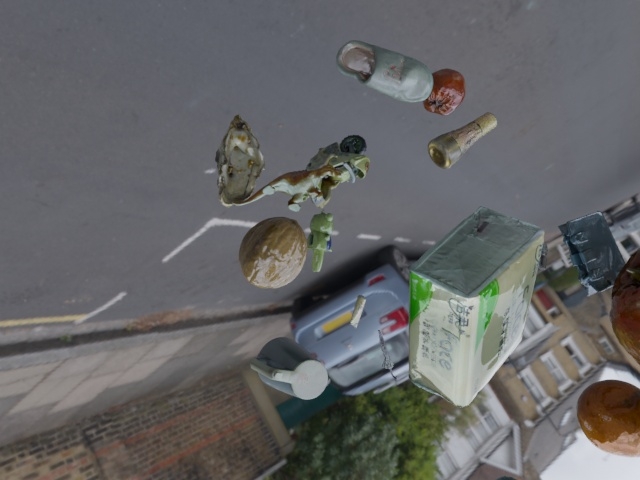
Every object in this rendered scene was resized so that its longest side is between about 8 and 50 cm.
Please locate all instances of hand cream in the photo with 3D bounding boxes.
[{"bbox_3d":[0.372,-0.268,1.387,0.203,0.084,0.084,-36,167,-16],"label":"hand cream"},{"bbox_3d":[0.160,0.302,2.307,0.039,0.143,0.061,5,156,34],"label":"hand cream"}]

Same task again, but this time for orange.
[{"bbox_3d":[0.891,0.533,1.610,0.240,0.240,0.171,-27,122,-9],"label":"orange"}]

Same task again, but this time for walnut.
[{"bbox_3d":[-0.159,0.037,1.822,0.261,0.225,0.225,-56,165,-3],"label":"walnut"}]

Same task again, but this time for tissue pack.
[{"bbox_3d":[0.389,0.171,1.382,0.331,0.205,0.405,-36,138,-32],"label":"tissue pack"}]

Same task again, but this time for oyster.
[{"bbox_3d":[-0.269,-0.246,1.725,0.166,0.341,0.110,-4,152,-23],"label":"oyster"}]

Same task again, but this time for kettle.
[{"bbox_3d":[-0.102,0.378,1.601,0.210,0.160,0.243,20,172,-22],"label":"kettle"}]

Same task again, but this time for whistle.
[{"bbox_3d":[0.000,0.000,1.948,0.085,0.228,0.105,11,172,-37],"label":"whistle"}]

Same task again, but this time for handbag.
[{"bbox_3d":[0.824,0.038,1.639,0.179,0.229,0.062,-17,171,-28],"label":"handbag"}]

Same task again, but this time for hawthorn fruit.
[{"bbox_3d":[0.923,0.171,1.355,0.402,0.403,0.403,-27,165,-8],"label":"hawthorn fruit"},{"bbox_3d":[0.373,-0.452,1.618,0.138,0.132,0.133,-58,179,-28],"label":"hawthorn fruit"}]

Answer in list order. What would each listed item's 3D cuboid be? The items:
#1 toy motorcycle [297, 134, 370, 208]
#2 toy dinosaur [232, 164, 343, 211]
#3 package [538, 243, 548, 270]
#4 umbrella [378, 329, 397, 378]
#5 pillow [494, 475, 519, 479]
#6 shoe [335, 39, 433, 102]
[{"bbox_3d":[0.051,-0.307,2.407,0.410,0.237,0.169,-33,140,1],"label":"toy motorcycle"},{"bbox_3d":[-0.068,-0.124,1.126,0.142,0.212,0.057,-68,159,-51],"label":"toy dinosaur"},{"bbox_3d":[0.689,0.013,1.825,0.171,0.173,0.027,-50,167,-50],"label":"package"},{"bbox_3d":[0.221,0.395,1.864,0.044,0.044,0.269,-41,130,-24],"label":"umbrella"},{"bbox_3d":[0.560,0.827,1.604,0.086,0.214,0.233,18,112,-36],"label":"pillow"},{"bbox_3d":[0.146,-0.405,1.285,0.103,0.251,0.100,-71,167,18],"label":"shoe"}]
